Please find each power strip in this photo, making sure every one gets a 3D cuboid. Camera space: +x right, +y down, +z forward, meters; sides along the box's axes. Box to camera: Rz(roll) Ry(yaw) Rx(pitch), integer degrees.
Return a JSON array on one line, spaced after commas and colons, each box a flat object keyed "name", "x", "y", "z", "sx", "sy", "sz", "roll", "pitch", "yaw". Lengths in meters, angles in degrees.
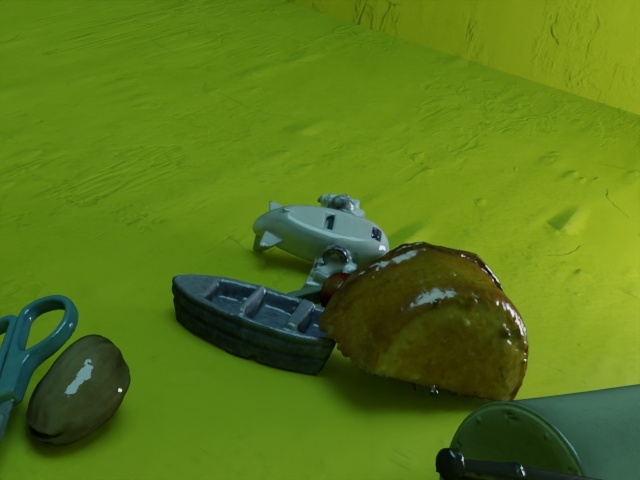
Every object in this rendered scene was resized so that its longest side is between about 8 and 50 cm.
[{"name": "power strip", "x": -0.028, "y": 0.095, "z": 1.980, "sx": 0.083, "sy": 0.027, "sz": 0.017, "roll": -12, "pitch": 35, "yaw": -37}]

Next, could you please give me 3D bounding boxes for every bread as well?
[{"name": "bread", "x": 0.181, "y": 0.112, "z": 1.782, "sx": 0.340, "sy": 0.179, "sz": 0.194, "roll": 16, "pitch": 23, "yaw": -28}]

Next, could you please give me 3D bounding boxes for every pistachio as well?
[{"name": "pistachio", "x": -0.319, "y": 0.197, "z": 1.559, "sx": 0.126, "sy": 0.108, "sz": 0.185, "roll": 4, "pitch": 32, "yaw": 13}]

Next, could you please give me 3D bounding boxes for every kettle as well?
[{"name": "kettle", "x": 0.344, "y": 0.302, "z": 1.523, "sx": 0.376, "sy": 0.250, "sz": 0.361, "roll": -4, "pitch": 1, "yaw": -35}]

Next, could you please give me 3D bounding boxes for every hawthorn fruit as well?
[{"name": "hawthorn fruit", "x": 0.035, "y": 0.089, "z": 1.966, "sx": 0.077, "sy": 0.077, "sz": 0.077, "roll": 9, "pitch": 25, "yaw": -4}]

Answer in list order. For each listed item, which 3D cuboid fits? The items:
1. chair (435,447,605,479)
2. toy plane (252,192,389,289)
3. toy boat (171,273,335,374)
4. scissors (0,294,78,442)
[{"name": "chair", "x": 0.325, "y": 0.416, "z": 1.102, "sx": 0.410, "sy": 0.362, "sz": 0.364, "roll": -2, "pitch": 28, "yaw": -34}, {"name": "toy plane", "x": 0.000, "y": 0.000, "z": 2.098, "sx": 0.244, "sy": 0.117, "sz": 0.245, "roll": 8, "pitch": 43, "yaw": -8}, {"name": "toy boat", "x": -0.104, "y": 0.120, "z": 1.838, "sx": 0.282, "sy": 0.078, "sz": 0.127, "roll": 17, "pitch": 27, "yaw": 12}, {"name": "scissors", "x": -0.412, "y": 0.228, "z": 1.477, "sx": 0.192, "sy": 0.029, "sz": 0.447, "roll": -22, "pitch": 32, "yaw": 14}]
